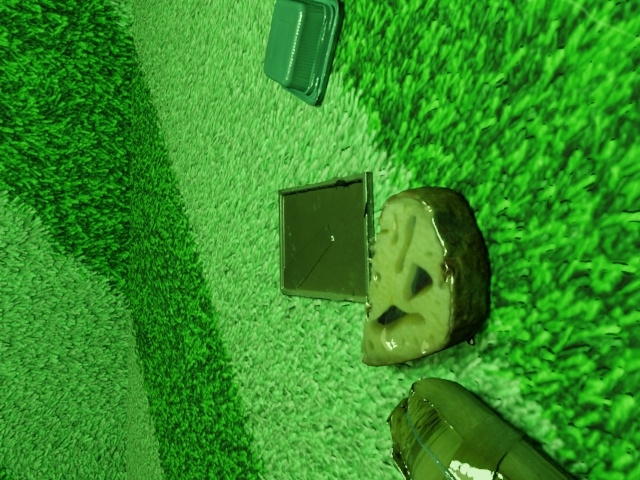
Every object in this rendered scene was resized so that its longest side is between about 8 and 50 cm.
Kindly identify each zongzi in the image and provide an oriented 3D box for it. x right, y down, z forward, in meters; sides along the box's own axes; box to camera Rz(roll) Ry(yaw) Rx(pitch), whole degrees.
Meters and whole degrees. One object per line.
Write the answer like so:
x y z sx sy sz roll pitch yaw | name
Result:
0.137 0.315 0.596 0.251 0.125 0.274 40 108 51 | zongzi

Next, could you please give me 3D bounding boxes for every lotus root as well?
0.129 0.061 0.693 0.170 0.075 0.260 19 107 52 | lotus root

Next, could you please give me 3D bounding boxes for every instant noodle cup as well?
-0.041 -0.339 0.947 0.157 0.070 0.179 44 127 49 | instant noodle cup

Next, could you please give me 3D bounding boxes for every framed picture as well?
0.000 0.000 0.935 0.281 0.019 0.208 0 91 57 | framed picture
